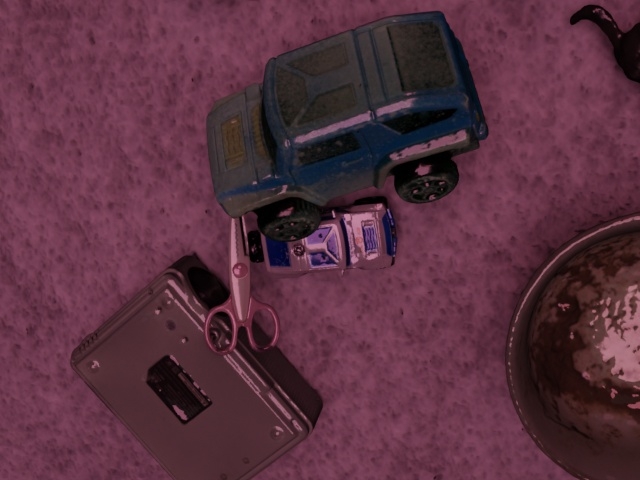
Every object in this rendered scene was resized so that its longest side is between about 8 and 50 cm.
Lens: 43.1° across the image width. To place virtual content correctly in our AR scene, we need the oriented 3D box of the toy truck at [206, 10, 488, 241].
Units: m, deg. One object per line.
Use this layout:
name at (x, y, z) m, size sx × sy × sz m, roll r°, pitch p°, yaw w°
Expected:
toy truck at (0.020, -0.114, 0.816) m, size 0.279 × 0.156 × 0.155 m, roll -16°, pitch 63°, yaw 13°

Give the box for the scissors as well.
scissors at (-0.089, 0.038, 0.898) m, size 0.085 × 0.022 × 0.176 m, roll -2°, pitch 91°, yaw -10°

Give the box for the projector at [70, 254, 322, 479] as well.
projector at (-0.147, 0.171, 0.968) m, size 0.192 × 0.099 × 0.257 m, roll -39°, pitch 94°, yaw 15°

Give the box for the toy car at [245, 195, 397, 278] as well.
toy car at (0.000, 0.000, 0.915) m, size 0.170 × 0.070 × 0.080 m, roll -5°, pitch 102°, yaw 11°

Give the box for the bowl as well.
bowl at (0.334, 0.102, 0.837) m, size 0.289 × 0.146 × 0.289 m, roll 2°, pitch 101°, yaw 10°

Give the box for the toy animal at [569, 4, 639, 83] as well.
toy animal at (0.365, -0.175, 0.799) m, size 0.232 × 0.084 × 0.148 m, roll 40°, pitch 108°, yaw -4°
